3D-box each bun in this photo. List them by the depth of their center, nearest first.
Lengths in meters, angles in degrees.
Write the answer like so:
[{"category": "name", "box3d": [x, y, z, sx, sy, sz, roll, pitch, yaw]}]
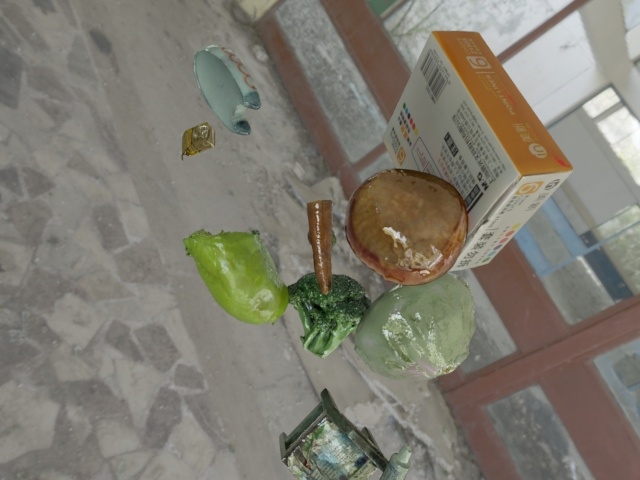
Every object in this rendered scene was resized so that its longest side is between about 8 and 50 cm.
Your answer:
[{"category": "bun", "box3d": [0.227, 0.215, 1.212, 0.293, 0.293, 0.187, 28, 22, -46]}]

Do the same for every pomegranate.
[{"category": "pomegranate", "box3d": [-0.003, -0.002, 1.348, 0.073, 0.085, 0.073, 42, 0, 0]}]

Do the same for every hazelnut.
[{"category": "hazelnut", "box3d": [0.106, -0.016, 0.685, 0.150, 0.150, 0.150, 42, 27, -27]}]

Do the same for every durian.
[{"category": "durian", "box3d": [-0.211, 0.097, 1.568, 0.340, 0.204, 0.255, 63, 29, 0]}]

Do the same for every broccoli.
[{"category": "broccoli", "box3d": [0.022, 0.227, 1.750, 0.307, 0.275, 0.308, 27, -13, 7]}]

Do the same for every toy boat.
[{"category": "toy boat", "box3d": [-0.187, -0.323, 1.158, 0.078, 0.134, 0.208, -24, 67, -34]}]

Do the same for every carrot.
[{"category": "carrot", "box3d": [0.004, 0.017, 1.231, 0.061, 0.061, 0.210, 3, 82, -60]}]

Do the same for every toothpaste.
[{"category": "toothpaste", "box3d": [0.093, 0.384, 0.824, 0.029, 0.197, 0.048, 7, 23, -36]}]

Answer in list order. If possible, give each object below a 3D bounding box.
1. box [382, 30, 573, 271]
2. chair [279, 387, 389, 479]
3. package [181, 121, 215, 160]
[{"category": "box", "box3d": [0.199, -0.124, 0.782, 0.091, 0.221, 0.274, -6, 60, -21]}, {"category": "chair", "box3d": [0.025, 0.383, 0.967, 0.136, 0.147, 0.270, 46, -6, -6]}, {"category": "package", "box3d": [-0.370, -0.291, 1.621, 0.047, 0.131, 0.071, 34, 46, -54]}]
